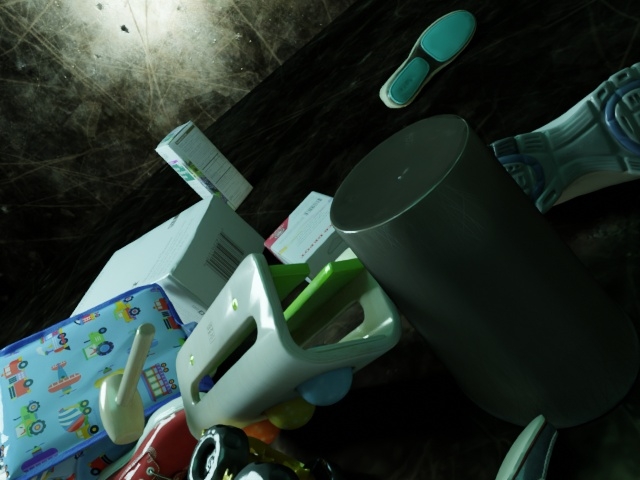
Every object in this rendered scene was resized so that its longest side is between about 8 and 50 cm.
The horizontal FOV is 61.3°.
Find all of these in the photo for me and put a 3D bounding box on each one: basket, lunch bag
[{"bbox_3d":[0.126,0.021,0.455,0.154,0.227,0.204,-46,26,-4],"label":"basket"},{"bbox_3d":[-0.309,0.202,0.804,0.293,0.138,0.221,-32,53,-9],"label":"lunch bag"}]

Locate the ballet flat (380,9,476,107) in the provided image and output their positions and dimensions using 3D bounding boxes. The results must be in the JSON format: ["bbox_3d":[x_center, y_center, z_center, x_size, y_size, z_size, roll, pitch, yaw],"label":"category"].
[{"bbox_3d":[0.216,-0.372,1.120,0.248,0.086,0.086,-44,25,0],"label":"ballet flat"}]

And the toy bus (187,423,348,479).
[{"bbox_3d":[-0.046,0.281,0.433,0.220,0.149,0.211,3,67,60],"label":"toy bus"}]

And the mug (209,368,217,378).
[{"bbox_3d":[-0.196,0.208,0.858,0.064,0.078,0.062,-13,5,34],"label":"mug"}]

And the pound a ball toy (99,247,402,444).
[{"bbox_3d":[-0.089,0.141,0.550,0.319,0.208,0.136,-49,55,47],"label":"pound a ball toy"}]

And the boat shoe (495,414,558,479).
[{"bbox_3d":[0.143,0.191,0.385,0.043,0.049,0.137,27,63,19],"label":"boat shoe"}]

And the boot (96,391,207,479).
[{"bbox_3d":[-0.203,0.314,0.658,0.244,0.088,0.176,-46,24,14],"label":"boot"}]

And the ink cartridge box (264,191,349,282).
[{"bbox_3d":[0.000,0.000,0.855,0.127,0.072,0.175,-46,25,-7],"label":"ink cartridge box"}]

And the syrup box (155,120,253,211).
[{"bbox_3d":[-0.295,-0.182,1.381,0.093,0.237,0.096,0,49,55],"label":"syrup box"}]

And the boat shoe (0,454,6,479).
[{"bbox_3d":[-0.503,0.399,0.943,0.340,0.127,0.158,-28,23,13],"label":"boat shoe"}]

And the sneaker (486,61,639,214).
[{"bbox_3d":[0.272,-0.096,0.562,0.297,0.111,0.129,-20,-1,16],"label":"sneaker"}]

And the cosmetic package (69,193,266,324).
[{"bbox_3d":[-0.312,0.087,1.085,0.385,0.156,0.217,-22,34,36],"label":"cosmetic package"}]
